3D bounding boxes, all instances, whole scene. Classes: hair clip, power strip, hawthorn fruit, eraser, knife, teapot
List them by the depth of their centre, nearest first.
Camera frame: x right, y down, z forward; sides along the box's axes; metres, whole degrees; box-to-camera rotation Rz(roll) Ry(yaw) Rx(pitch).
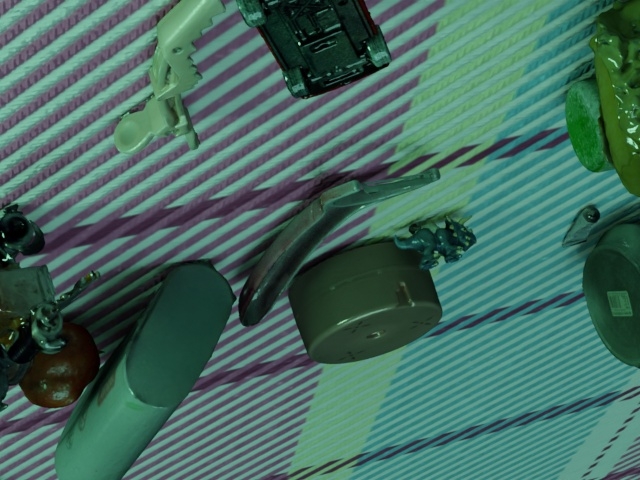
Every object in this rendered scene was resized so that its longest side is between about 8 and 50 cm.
[{"bbox_3d":[-0.117,-0.131,1.418,0.072,0.034,0.226,-10,155,-16],"label":"hair clip"},{"bbox_3d":[-0.001,-0.002,1.767,0.123,0.053,0.278,-5,155,-39],"label":"knife"},{"bbox_3d":[-0.257,0.123,1.824,0.093,0.093,0.093,-15,157,-7],"label":"hawthorn fruit"},{"bbox_3d":[-0.178,0.140,1.832,0.081,0.174,0.227,32,142,-5],"label":"eraser"},{"bbox_3d":[0.046,0.067,1.919,0.154,0.078,0.154,-17,160,-6],"label":"power strip"},{"bbox_3d":[0.417,0.044,2.064,0.225,0.171,0.203,-15,-171,-24],"label":"teapot"}]

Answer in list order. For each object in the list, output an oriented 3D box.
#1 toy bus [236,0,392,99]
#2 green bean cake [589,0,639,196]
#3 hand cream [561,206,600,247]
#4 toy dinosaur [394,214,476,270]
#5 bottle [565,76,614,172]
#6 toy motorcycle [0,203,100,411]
[{"bbox_3d":[-0.010,-0.176,1.322,0.081,0.089,0.195,-21,157,6],"label":"toy bus"},{"bbox_3d":[0.375,-0.179,1.494,0.285,0.202,0.310,-1,153,-8],"label":"green bean cake"},{"bbox_3d":[0.285,-0.015,1.997,0.030,0.019,0.093,-15,164,-12],"label":"hand cream"},{"bbox_3d":[0.117,0.000,1.864,0.083,0.047,0.030,-17,156,-12],"label":"toy dinosaur"},{"bbox_3d":[0.393,-0.137,1.698,0.330,0.093,0.093,-13,156,-12],"label":"bottle"},{"bbox_3d":[-0.308,0.074,1.614,0.207,0.134,0.401,-1,153,-35],"label":"toy motorcycle"}]
